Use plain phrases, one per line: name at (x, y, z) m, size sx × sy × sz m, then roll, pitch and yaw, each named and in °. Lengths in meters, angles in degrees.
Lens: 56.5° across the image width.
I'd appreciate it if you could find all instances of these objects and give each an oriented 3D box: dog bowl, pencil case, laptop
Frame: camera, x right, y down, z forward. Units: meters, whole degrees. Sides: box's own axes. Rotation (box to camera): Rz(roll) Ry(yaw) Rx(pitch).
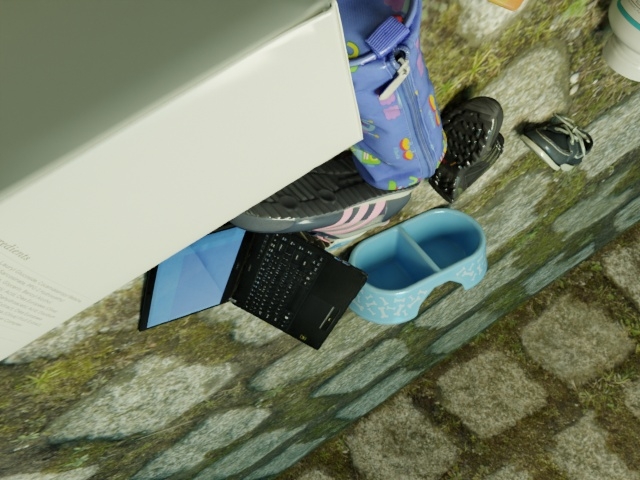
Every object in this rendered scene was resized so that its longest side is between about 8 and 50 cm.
dog bowl at (0.176, 0.037, 1.090) m, size 0.297 × 0.166 × 0.074 m, roll -24°, pitch 143°, yaw -18°
pencil case at (0.066, -0.157, 0.632) m, size 0.119 × 0.133 × 0.306 m, roll -36°, pitch 156°, yaw 2°
laptop at (-0.105, 0.092, 0.868) m, size 0.136 × 0.264 × 0.234 m, roll -61°, pitch 179°, yaw -40°

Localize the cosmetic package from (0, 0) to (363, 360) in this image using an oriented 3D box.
cosmetic package at (-0.177, -0.080, 0.415) m, size 0.365 × 0.197 × 0.155 m, roll -30°, pitch 155°, yaw -3°

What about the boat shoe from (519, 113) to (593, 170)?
boat shoe at (0.438, -0.176, 1.078) m, size 0.079 × 0.095 × 0.254 m, roll -45°, pitch 154°, yaw 28°

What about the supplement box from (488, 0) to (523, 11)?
supplement box at (0.120, -0.281, 0.537) m, size 0.233 × 0.080 × 0.078 m, roll -3°, pitch 139°, yaw -43°

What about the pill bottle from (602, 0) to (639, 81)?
pill bottle at (0.482, -0.338, 0.776) m, size 0.146 × 0.146 × 0.264 m, roll -22°, pitch 154°, yaw -23°

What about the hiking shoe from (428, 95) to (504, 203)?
hiking shoe at (0.236, -0.155, 0.918) m, size 0.114 × 0.086 × 0.227 m, roll -39°, pitch 164°, yaw -21°

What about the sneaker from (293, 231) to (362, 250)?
sneaker at (0.000, 0.000, 0.924) m, size 0.162 × 0.063 × 0.073 m, roll -13°, pitch 155°, yaw -31°

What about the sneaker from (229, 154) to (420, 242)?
sneaker at (-0.003, -0.037, 0.793) m, size 0.319 × 0.112 × 0.131 m, roll -10°, pitch 144°, yaw -38°
